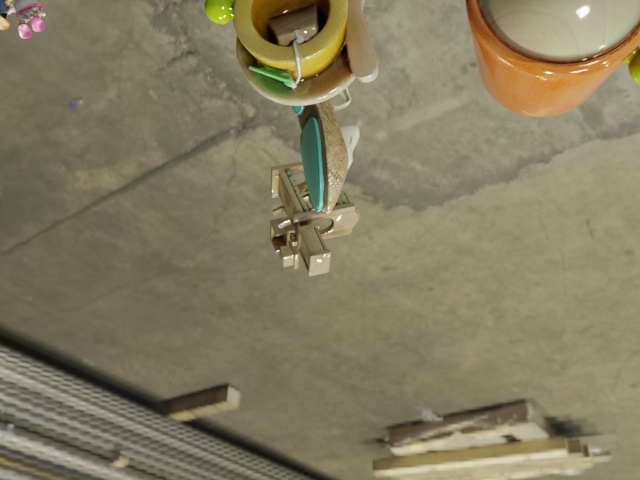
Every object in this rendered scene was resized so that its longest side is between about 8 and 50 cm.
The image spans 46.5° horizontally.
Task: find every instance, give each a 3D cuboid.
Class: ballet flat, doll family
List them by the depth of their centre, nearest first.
[{"bbox_3d":[0.006,-0.131,0.791,0.067,0.206,0.073,-10,172,-20],"label":"ballet flat"},{"bbox_3d":[-0.661,-0.446,1.433,0.263,0.163,0.118,-28,148,1],"label":"doll family"}]

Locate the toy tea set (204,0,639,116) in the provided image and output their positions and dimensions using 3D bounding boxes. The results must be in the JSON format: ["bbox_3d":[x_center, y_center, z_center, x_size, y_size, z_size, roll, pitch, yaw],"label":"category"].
[{"bbox_3d":[0.039,-0.180,0.424,0.336,0.200,0.124,4,167,9],"label":"toy tea set"}]

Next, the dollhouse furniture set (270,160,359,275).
[{"bbox_3d":[0.000,0.000,1.096,0.101,0.182,0.161,-12,140,-15],"label":"dollhouse furniture set"}]
